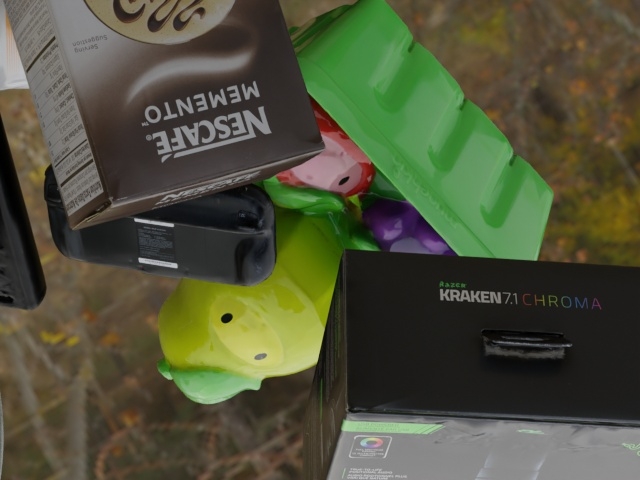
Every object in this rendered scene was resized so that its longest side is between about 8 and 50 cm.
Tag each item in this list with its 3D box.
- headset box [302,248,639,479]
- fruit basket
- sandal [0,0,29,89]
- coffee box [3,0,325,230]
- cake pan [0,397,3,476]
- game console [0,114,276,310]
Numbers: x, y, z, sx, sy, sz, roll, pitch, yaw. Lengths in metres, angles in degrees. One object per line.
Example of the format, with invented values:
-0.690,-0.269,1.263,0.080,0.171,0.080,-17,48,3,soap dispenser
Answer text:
0.121,0.128,1.152,0.246,0.131,0.283,4,146,-6,headset box
0.000,0.000,1.565,0.392,0.392,0.283,-27,-172,-34,fruit basket
-0.274,-0.169,1.335,0.265,0.102,0.076,-6,-171,3,sandal
-0.130,-0.174,1.139,0.168,0.297,0.119,-17,177,-24,coffee box
-0.376,0.196,1.373,0.054,0.293,0.293,16,140,-43,cake pan
-0.212,-0.015,1.359,0.213,0.361,0.044,86,18,-46,game console
